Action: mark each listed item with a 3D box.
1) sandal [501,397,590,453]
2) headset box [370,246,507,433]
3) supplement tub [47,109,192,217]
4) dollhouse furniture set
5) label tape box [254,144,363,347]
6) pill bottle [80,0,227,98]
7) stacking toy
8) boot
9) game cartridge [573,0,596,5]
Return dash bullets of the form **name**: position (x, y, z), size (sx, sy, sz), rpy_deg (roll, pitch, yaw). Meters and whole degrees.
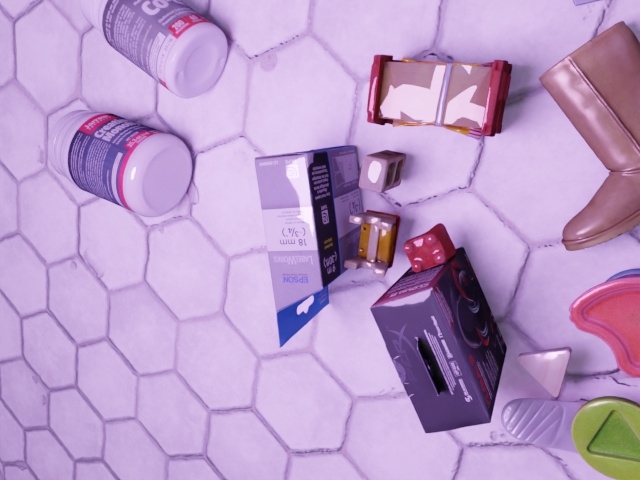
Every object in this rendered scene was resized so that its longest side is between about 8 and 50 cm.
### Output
- **sandal**: position (0.453, 0.322, 0.852), size (0.266, 0.076, 0.101), rpy_deg (10, 85, 12)
- **headset box**: position (0.206, 0.156, 0.808), size (0.110, 0.293, 0.217), rpy_deg (-23, 91, 29)
- **supplement tub**: position (-0.450, -0.179, 1.099), size (0.273, 0.191, 0.191), rpy_deg (22, 111, 19)
- **dollhouse furniture set**: position (0.181, -0.120, 0.832), size (0.202, 0.152, 0.373), rpy_deg (14, 109, 23)
- **label tape box**: position (0.000, 0.000, 0.899), size (0.106, 0.241, 0.333), rpy_deg (-2, 103, 24)
- **pill bottle**: position (-0.346, -0.435, 1.002), size (0.283, 0.161, 0.161), rpy_deg (38, 116, 12)
- **stacking toy**: position (0.514, 0.215, 0.784), size (0.279, 0.130, 0.308), rpy_deg (-43, 72, 31)
- **boot**: position (0.423, -0.150, 0.749), size (0.236, 0.089, 0.269), rpy_deg (-33, 88, 16)
- **game cartridge**: position (0.404, -0.402, 0.731), size (0.056, 0.017, 0.083), rpy_deg (-3, 101, 23)
